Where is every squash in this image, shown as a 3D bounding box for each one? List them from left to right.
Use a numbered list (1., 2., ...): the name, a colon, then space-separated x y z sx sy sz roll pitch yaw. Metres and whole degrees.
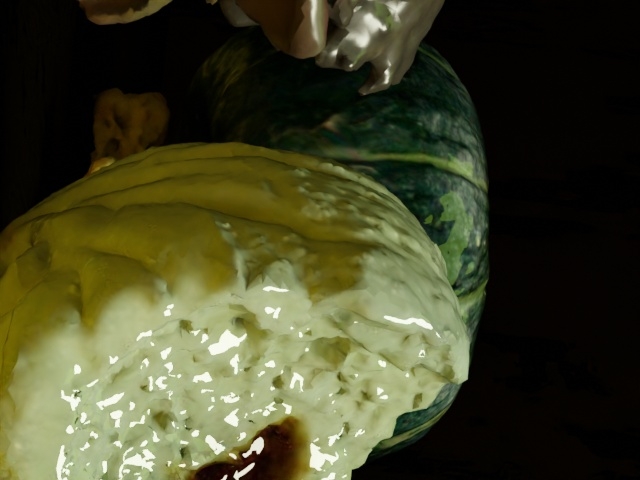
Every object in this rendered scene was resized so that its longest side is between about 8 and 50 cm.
1. squash: 0.000 0.000 0.895 0.252 0.165 0.252 -179 -90 -82

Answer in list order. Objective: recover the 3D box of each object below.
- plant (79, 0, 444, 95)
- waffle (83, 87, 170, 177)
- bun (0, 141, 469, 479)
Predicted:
1. plant: -0.007 -0.171 0.715 0.234 0.178 0.204 -53 175 -22
2. waffle: -0.119 0.056 0.872 0.293 0.069 0.260 -123 -139 -78
3. bun: -0.054 0.062 0.482 0.204 0.126 0.212 -41 -150 44
